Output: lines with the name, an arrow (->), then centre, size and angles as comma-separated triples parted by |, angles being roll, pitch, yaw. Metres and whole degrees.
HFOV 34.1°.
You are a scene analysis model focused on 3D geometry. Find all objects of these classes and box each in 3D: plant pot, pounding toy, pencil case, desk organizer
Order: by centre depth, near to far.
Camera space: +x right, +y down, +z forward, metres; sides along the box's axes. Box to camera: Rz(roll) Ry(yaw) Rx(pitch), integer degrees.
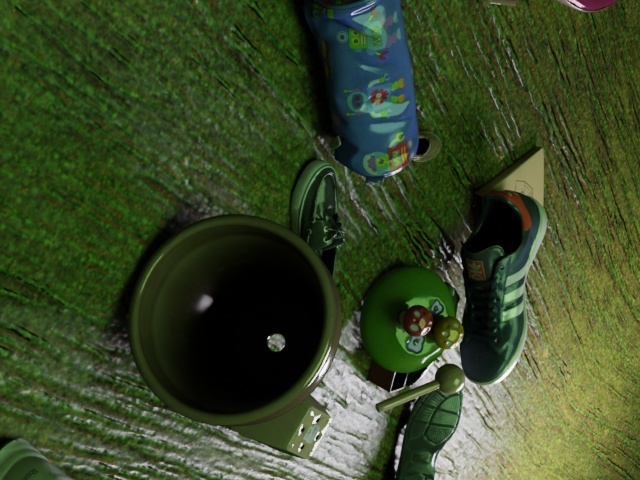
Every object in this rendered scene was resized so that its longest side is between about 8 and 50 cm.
plant pot -> -0.088, 0.119, 1.357 | 0.263, 0.263, 0.229 | -60, 162, -7
pencil case -> 0.057, -0.226, 1.415 | 0.133, 0.119, 0.306 | -20, 131, -9
plant pot -> -0.050, 0.272, 1.583 | 0.109, 0.096, 0.109 | -60, 143, -7
pounding toy -> 0.172, 0.163, 1.715 | 0.183, 0.110, 0.237 | -15, 103, -26
desk organizer -> 0.127, 0.191, 1.793 | 0.047, 0.050, 0.130 | -8, 115, -49

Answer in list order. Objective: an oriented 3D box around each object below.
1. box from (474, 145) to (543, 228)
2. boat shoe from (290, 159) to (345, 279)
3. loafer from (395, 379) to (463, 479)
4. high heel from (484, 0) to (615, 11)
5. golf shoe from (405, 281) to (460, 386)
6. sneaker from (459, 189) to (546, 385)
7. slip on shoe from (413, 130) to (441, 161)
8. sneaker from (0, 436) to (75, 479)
box -> 0.355, -0.064, 1.955 | 0.201, 0.021, 0.164 | -34, 134, -34
boat shoe -> 0.000, 0.000, 1.507 | 0.080, 0.076, 0.228 | -9, 117, -49
loafer -> 0.191, 0.374, 1.970 | 0.096, 0.084, 0.267 | 16, 98, -11
high heel -> 0.396, -0.471, 1.675 | 0.377, 0.127, 0.181 | -14, 131, -43
golf shoe -> 0.198, 0.170, 1.849 | 0.094, 0.077, 0.198 | 21, 95, -54
sneaker -> 0.292, 0.077, 1.827 | 0.148, 0.131, 0.350 | 20, 79, -52
slip on shoe -> 0.157, -0.149, 1.644 | 0.135, 0.041, 0.051 | 10, 102, -53
sneaker -> -0.306, 0.358, 1.290 | 0.111, 0.129, 0.297 | -56, 144, -18
